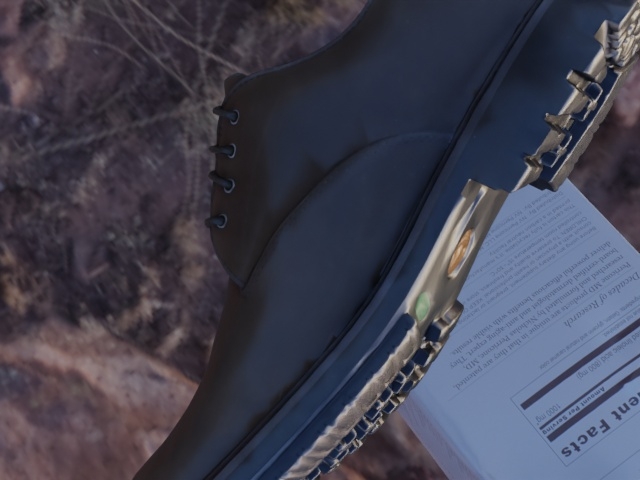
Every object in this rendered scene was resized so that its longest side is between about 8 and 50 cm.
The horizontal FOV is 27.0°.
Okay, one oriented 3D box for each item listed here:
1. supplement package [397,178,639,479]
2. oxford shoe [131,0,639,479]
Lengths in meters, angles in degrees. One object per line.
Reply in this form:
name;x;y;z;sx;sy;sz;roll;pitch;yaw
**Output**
supplement package;0.141;0.104;0.676;0.134;0.244;0.139;-35;151;-6
oxford shoe;0.000;0.000;0.405;0.227;0.096;0.083;-56;165;4
